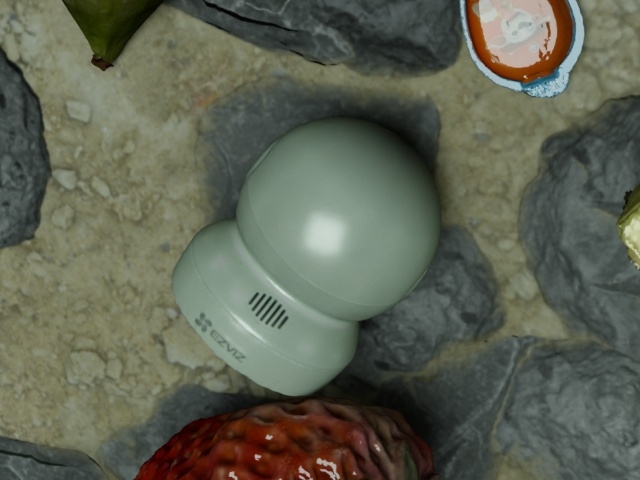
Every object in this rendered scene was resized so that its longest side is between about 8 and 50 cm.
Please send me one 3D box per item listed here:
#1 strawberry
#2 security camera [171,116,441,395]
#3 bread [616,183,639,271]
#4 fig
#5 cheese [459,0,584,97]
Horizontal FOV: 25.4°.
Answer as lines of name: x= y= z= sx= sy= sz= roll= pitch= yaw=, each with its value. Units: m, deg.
strawberry: x=-0.052 y=0.222 z=1.356 sx=0.336 sy=0.265 sz=0.149 roll=-4 pitch=87 yaw=42
security camera: x=0.000 y=0.000 z=1.290 sx=0.194 sy=0.194 sz=0.236 roll=40 pitch=111 yaw=4
bread: x=0.389 y=-0.049 z=1.162 sx=0.167 sy=0.163 sz=0.264 roll=45 pitch=113 yaw=3
fig: x=-0.196 y=-0.239 z=1.318 sx=0.132 sy=0.126 sz=0.185 roll=11 pitch=105 yaw=1
cheese: x=0.157 y=-0.244 z=1.248 sx=0.106 sy=0.037 sz=0.256 roll=-19 pitch=100 yaw=20
